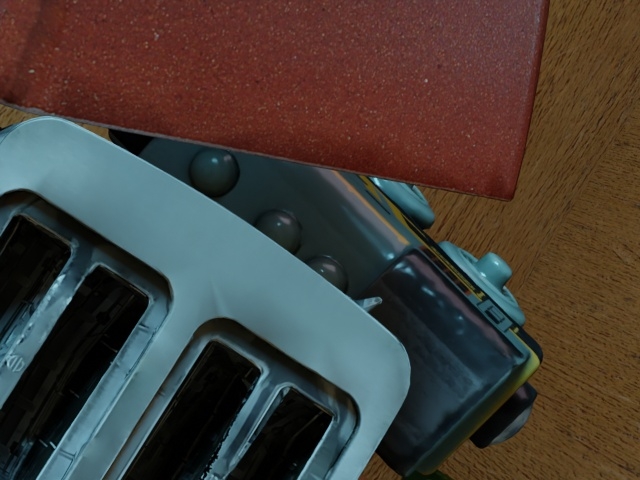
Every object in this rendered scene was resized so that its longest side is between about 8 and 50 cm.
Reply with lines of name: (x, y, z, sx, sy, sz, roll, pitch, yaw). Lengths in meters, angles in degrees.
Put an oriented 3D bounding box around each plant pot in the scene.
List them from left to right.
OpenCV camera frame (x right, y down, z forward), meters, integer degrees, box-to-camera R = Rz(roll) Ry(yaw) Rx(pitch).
plant pot: (-0.044, -0.186, 0.622, 0.267, 0.235, 0.267, 9, 17, -40)

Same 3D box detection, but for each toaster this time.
toaster: (-0.075, 0.056, 0.490, 0.168, 0.185, 0.110, 35, -9, -15)

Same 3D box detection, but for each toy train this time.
toy train: (0.000, 0.000, 0.849, 0.334, 0.142, 0.190, 47, 9, 7)

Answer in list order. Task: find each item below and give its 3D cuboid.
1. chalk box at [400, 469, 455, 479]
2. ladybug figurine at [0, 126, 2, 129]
chalk box: (0.094, 0.229, 0.836, 0.132, 0.132, 0.213, 37, -6, -37)
ladybug figurine: (-0.216, 0.017, 0.900, 0.449, 0.162, 0.305, 30, -6, 38)
